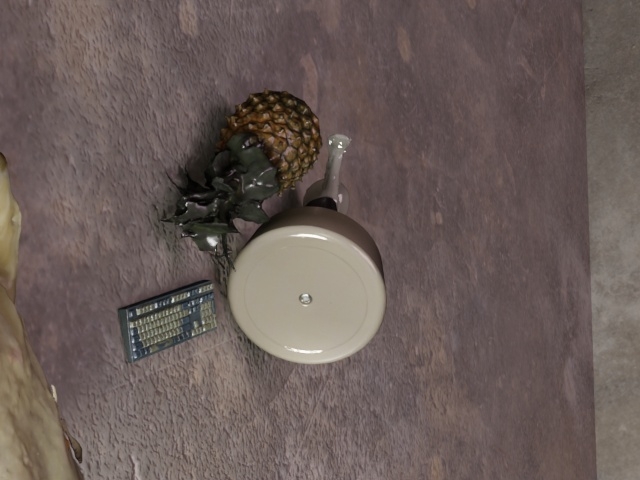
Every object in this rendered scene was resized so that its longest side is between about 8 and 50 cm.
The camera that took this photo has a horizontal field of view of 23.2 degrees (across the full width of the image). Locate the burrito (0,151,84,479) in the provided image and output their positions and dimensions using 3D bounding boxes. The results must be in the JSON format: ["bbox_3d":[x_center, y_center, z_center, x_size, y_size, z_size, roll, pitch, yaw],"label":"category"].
[{"bbox_3d":[-0.275,0.096,1.168,0.190,0.135,0.331,-25,103,-73],"label":"burrito"}]

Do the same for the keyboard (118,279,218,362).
[{"bbox_3d":[-0.151,0.080,1.584,0.176,0.014,0.055,-18,103,-65],"label":"keyboard"}]

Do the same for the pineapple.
[{"bbox_3d":[-0.087,-0.070,1.663,0.251,0.125,0.125,-57,133,-51],"label":"pineapple"}]

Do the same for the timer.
[{"bbox_3d":[0.000,0.000,1.793,0.266,0.175,0.175,-76,149,-60],"label":"timer"}]
